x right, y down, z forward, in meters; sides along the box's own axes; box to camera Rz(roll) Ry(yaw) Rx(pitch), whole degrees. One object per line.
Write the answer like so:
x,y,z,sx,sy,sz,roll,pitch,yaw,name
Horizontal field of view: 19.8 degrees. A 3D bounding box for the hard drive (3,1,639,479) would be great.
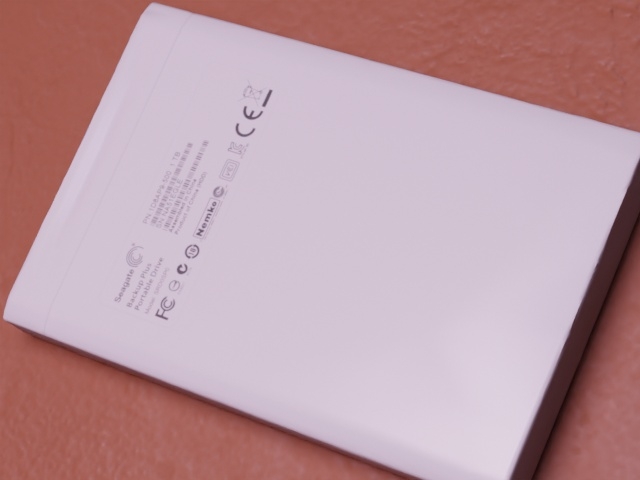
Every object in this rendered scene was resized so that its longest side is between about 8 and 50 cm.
0.000,0.000,1.120,0.353,0.047,0.233,18,77,27,hard drive
